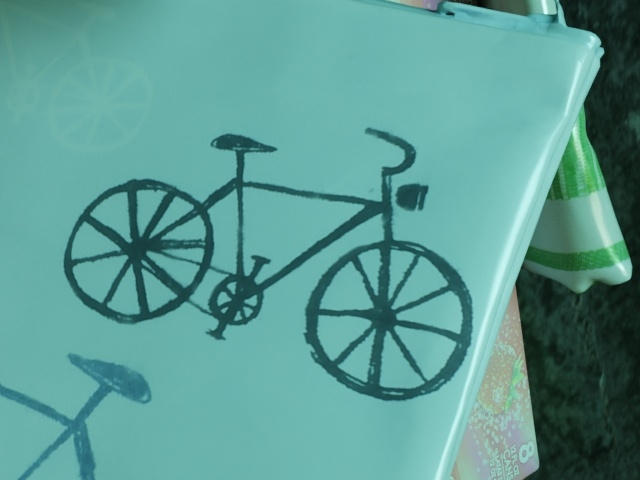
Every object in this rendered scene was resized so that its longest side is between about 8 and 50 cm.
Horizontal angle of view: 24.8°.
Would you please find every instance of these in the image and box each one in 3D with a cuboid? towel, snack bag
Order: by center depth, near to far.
[{"bbox_3d":[-0.088,0.031,0.588,0.342,0.323,0.037,-69,158,-13],"label":"snack bag"},{"bbox_3d":[0.091,-0.141,0.754,0.038,0.248,0.324,-11,94,-2],"label":"towel"}]

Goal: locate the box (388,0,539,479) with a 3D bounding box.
[{"bbox_3d":[0.000,0.000,0.761,0.142,0.154,0.300,-24,112,-37],"label":"box"}]
